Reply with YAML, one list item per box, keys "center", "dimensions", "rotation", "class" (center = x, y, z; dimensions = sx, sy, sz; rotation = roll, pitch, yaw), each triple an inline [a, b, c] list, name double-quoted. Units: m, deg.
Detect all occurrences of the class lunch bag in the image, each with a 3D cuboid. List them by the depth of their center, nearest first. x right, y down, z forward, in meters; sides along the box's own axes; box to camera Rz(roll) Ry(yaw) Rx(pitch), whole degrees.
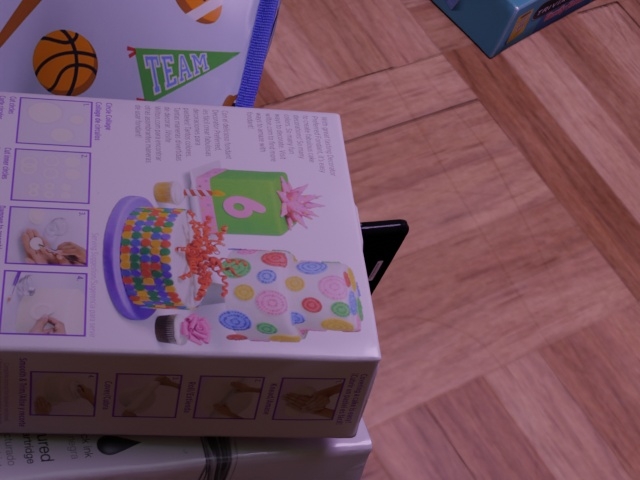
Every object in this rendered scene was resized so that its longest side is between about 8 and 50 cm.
- center: [-0.202, -0.196, 1.053]
  dimensions: [0.328, 0.239, 0.385]
  rotation: [13, 84, -9]
  class: "lunch bag"

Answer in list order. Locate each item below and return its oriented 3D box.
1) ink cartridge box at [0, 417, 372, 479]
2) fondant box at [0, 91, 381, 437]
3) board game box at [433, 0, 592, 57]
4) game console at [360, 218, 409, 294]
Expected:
- center: [-0.123, 0.117, 0.922]
  dimensions: [0.273, 0.114, 0.197]
  rotation: [-1, 45, -22]
  class: "ink cartridge box"
- center: [-0.140, 0.012, 0.863]
  dimensions: [0.330, 0.096, 0.238]
  rotation: [2, 46, -10]
  class: "fondant box"
- center: [0.170, -0.385, 1.438]
  dimensions: [0.254, 0.079, 0.336]
  rotation: [-32, 70, -35]
  class: "board game box"
- center: [0.000, 0.000, 1.064]
  dimensions: [0.107, 0.122, 0.071]
  rotation: [-5, 58, -23]
  class: "game console"
